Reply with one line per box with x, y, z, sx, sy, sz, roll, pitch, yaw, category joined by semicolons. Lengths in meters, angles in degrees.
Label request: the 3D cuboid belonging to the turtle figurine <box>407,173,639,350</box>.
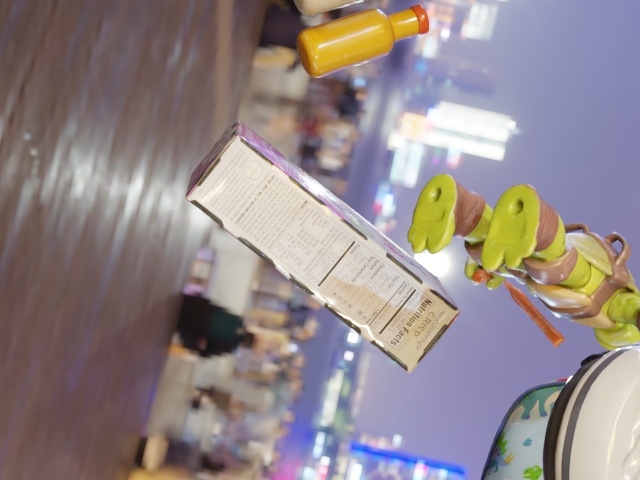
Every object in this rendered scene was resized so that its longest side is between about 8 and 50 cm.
0.175;0.029;1.020;0.269;0.217;0.087;34;-89;49;turtle figurine

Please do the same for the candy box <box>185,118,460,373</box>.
0.000;0.000;1.271;0.071;0.233;0.159;-50;-171;5;candy box

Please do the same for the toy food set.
0.005;-0.257;1.183;0.111;0.105;0.232;123;-53;-73;toy food set

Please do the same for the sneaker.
0.166;0.118;0.732;0.321;0.127;0.126;24;77;-51;sneaker

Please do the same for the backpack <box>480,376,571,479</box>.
0.254;0.288;1.310;0.290;0.273;0.355;-12;-146;44;backpack
